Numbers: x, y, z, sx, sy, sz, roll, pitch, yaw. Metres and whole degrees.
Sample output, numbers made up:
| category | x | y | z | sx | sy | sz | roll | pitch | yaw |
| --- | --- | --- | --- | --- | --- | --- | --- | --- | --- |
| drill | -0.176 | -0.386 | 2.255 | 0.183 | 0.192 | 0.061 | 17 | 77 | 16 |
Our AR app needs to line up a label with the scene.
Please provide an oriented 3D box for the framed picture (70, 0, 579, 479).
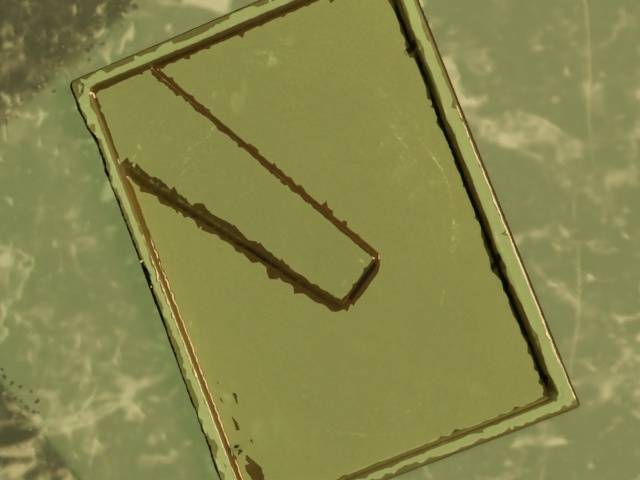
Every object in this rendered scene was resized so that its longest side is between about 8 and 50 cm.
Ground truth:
| category | x | y | z | sx | sy | sz | roll | pitch | yaw |
| --- | --- | --- | --- | --- | --- | --- | --- | --- | --- |
| framed picture | 0.000 | 0.000 | 1.219 | 0.247 | 0.022 | 0.335 | -22 | 85 | 6 |
